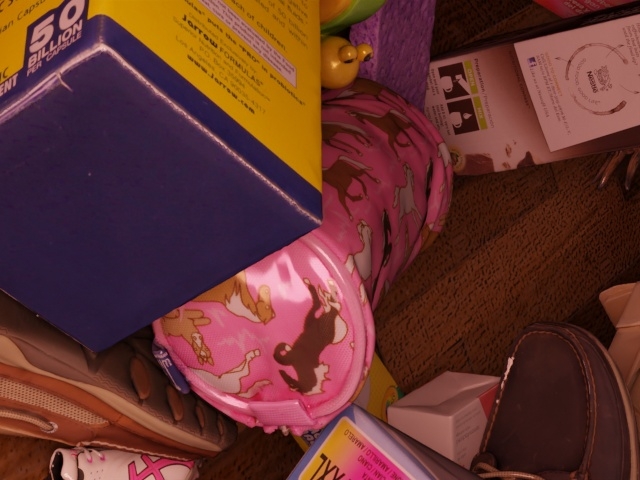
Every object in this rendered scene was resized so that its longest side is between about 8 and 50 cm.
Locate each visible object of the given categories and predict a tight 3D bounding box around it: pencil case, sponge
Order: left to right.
[{"bbox_3d":[0.000,0.000,1.338,0.160,0.167,0.386,39,23,-2],"label":"pencil case"},{"bbox_3d":[0.064,-0.194,1.583,0.117,0.031,0.210,-35,135,-53],"label":"sponge"}]

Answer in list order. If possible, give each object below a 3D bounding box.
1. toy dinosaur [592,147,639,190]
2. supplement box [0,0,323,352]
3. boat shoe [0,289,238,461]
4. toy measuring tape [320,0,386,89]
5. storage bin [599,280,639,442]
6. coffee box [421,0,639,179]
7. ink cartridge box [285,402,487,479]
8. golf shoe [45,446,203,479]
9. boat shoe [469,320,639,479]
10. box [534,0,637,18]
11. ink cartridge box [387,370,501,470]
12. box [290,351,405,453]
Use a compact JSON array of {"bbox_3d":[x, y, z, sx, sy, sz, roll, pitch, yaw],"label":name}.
[{"bbox_3d":[0.389,-0.023,1.911,0.200,0.127,0.296,35,28,-40],"label":"toy dinosaur"},{"bbox_3d":[-0.133,-0.145,1.173,0.195,0.194,0.356,39,34,-35],"label":"supplement box"},{"bbox_3d":[-0.195,0.072,1.205,0.324,0.120,0.122,32,35,-39],"label":"boat shoe"},{"bbox_3d":[-0.008,-0.281,1.390,0.121,0.121,0.330,-16,95,-52],"label":"toy measuring tape"},{"bbox_3d":[0.338,0.215,1.849,0.260,0.123,0.262,58,43,-25],"label":"storage bin"},{"bbox_3d":[0.245,-0.145,1.662,0.168,0.297,0.119,-25,102,-51],"label":"coffee box"},{"bbox_3d":[0.018,0.347,1.293,0.270,0.151,0.395,34,95,-43],"label":"ink cartridge box"},{"bbox_3d":[-0.149,0.173,1.280,0.186,0.067,0.086,-46,117,-46],"label":"golf shoe"},{"bbox_3d":[0.176,0.239,1.483,0.130,0.132,0.355,16,75,-52],"label":"boat shoe"},{"bbox_3d":[0.210,-0.326,1.737,0.257,0.122,0.128,27,62,-23],"label":"box"},{"bbox_3d":[0.116,0.225,1.574,0.115,0.067,0.198,-24,115,-55],"label":"ink cartridge box"},{"bbox_3d":[0.011,0.128,1.515,0.179,0.043,0.105,57,43,-31],"label":"box"}]
